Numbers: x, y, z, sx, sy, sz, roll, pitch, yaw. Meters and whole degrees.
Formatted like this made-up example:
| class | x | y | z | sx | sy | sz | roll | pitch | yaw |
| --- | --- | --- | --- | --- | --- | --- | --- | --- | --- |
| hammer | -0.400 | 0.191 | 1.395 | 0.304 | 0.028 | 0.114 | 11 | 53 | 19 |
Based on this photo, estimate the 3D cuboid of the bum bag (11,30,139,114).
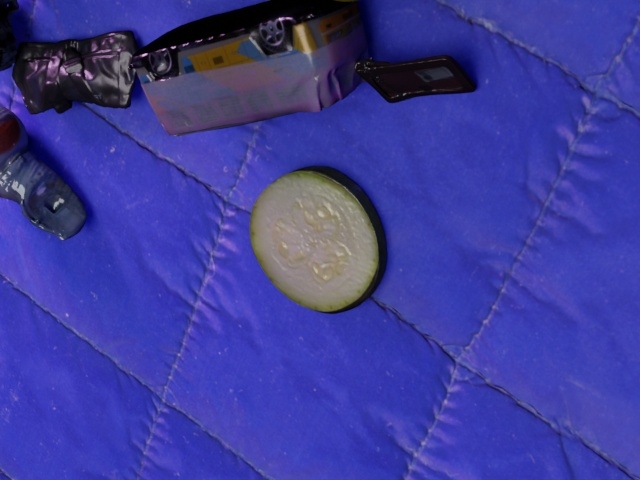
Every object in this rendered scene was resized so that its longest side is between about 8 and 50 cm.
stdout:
| class | x | y | z | sx | sy | sz | roll | pitch | yaw |
| --- | --- | --- | --- | --- | --- | --- | --- | --- | --- |
| bum bag | -0.437 | -0.298 | 2.169 | 0.310 | 0.074 | 0.137 | 1 | 99 | 34 |

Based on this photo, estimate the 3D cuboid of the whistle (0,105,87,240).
| class | x | y | z | sx | sy | sz | roll | pitch | yaw |
| --- | --- | --- | --- | --- | --- | --- | --- | --- | --- |
| whistle | -0.584 | -0.138 | 2.281 | 0.347 | 0.189 | 0.189 | 37 | 127 | 4 |

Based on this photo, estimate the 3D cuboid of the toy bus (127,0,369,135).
| class | x | y | z | sx | sy | sz | roll | pitch | yaw |
| --- | --- | --- | --- | --- | --- | --- | --- | --- | --- |
| toy bus | -0.096 | -0.273 | 1.889 | 0.386 | 0.171 | 0.162 | -7 | 115 | 36 |

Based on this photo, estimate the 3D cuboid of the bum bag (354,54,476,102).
| class | x | y | z | sx | sy | sz | roll | pitch | yaw |
| --- | --- | --- | --- | --- | --- | --- | --- | --- | --- |
| bum bag | 0.141 | -0.240 | 1.777 | 0.159 | 0.109 | 0.026 | -2 | 67 | 32 |

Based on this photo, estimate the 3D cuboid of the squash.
| class | x | y | z | sx | sy | sz | roll | pitch | yaw |
| --- | --- | --- | --- | --- | --- | --- | --- | --- | --- |
| squash | 0.000 | 0.000 | 2.006 | 0.252 | 0.049 | 0.252 | 13 | 115 | 28 |

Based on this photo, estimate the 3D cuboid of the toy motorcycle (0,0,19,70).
| class | x | y | z | sx | sy | sz | roll | pitch | yaw |
| --- | --- | --- | --- | --- | --- | --- | --- | --- | --- |
| toy motorcycle | -0.611 | -0.511 | 2.159 | 0.232 | 0.172 | 0.416 | 38 | 137 | 26 |
